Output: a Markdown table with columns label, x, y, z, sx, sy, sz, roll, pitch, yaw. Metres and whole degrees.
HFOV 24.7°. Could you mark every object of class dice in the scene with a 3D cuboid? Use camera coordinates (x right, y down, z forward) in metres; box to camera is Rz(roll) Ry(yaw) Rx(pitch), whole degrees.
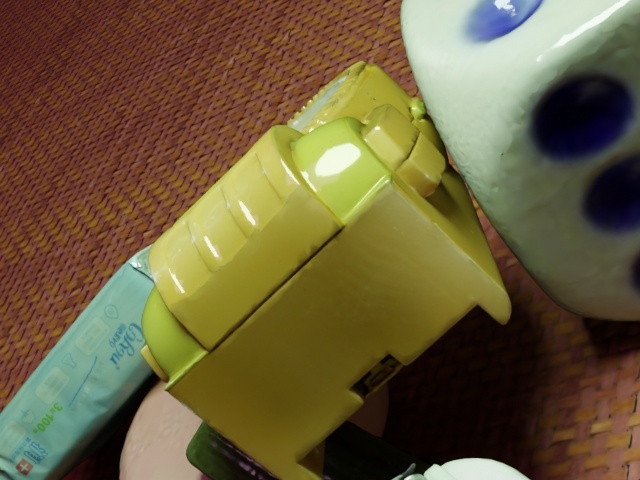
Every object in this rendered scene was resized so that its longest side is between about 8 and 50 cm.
| label | x | y | z | sx | sy | sz | roll | pitch | yaw |
| --- | --- | --- | --- | --- | --- | --- | --- | --- | --- |
| dice | 0.247 | -0.144 | 1.102 | 0.304 | 0.277 | 0.304 | -30 | 31 | 16 |

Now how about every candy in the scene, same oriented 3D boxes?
| label | x | y | z | sx | sy | sz | roll | pitch | yaw |
| --- | --- | --- | --- | --- | --- | --- | --- | --- | --- |
| candy | -0.053 | 0.158 | 1.236 | 0.255 | 0.094 | 0.255 | -30 | 32 | 21 |

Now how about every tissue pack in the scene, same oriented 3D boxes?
| label | x | y | z | sx | sy | sz | roll | pitch | yaw |
| --- | --- | --- | --- | --- | --- | --- | --- | --- | --- |
| tissue pack | -0.191 | 0.112 | 1.354 | 0.263 | 0.089 | 0.177 | -47 | -2 | 19 |

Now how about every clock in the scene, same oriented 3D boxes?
| label | x | y | z | sx | sy | sz | roll | pitch | yaw |
| --- | --- | --- | --- | --- | --- | --- | --- | --- | --- |
| clock | 0.000 | 0.000 | 1.090 | 0.244 | 0.200 | 0.317 | -40 | 12 | 15 |

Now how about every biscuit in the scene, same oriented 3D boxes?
| label | x | y | z | sx | sy | sz | roll | pitch | yaw |
| --- | --- | --- | --- | --- | --- | --- | --- | --- | --- |
| biscuit | 0.028 | 0.184 | 1.057 | 0.322 | 0.038 | 0.099 | 26 | 74 | 36 |

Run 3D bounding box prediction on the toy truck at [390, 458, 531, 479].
| label | x | y | z | sx | sy | sz | roll | pitch | yaw |
| --- | --- | --- | --- | --- | --- | --- | --- | --- | --- |
| toy truck | 0.150 | 0.266 | 0.769 | 0.207 | 0.173 | 0.387 | -42 | 37 | -11 |
